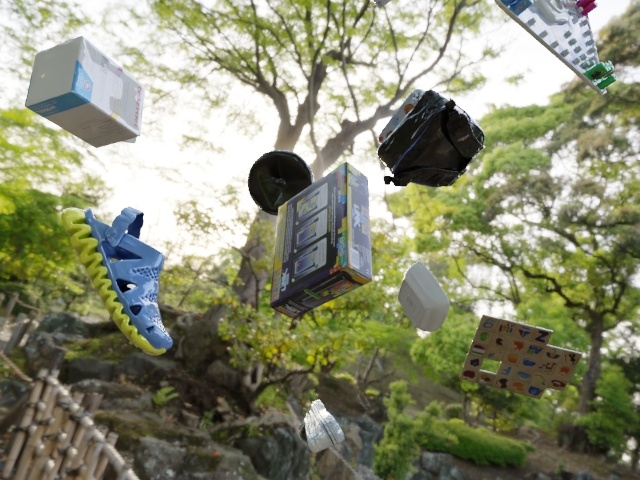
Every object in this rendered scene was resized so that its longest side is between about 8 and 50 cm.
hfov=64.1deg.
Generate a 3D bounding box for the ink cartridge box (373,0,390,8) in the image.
[{"bbox_3d":[0.087,-0.536,1.001,0.046,0.097,0.207,-30,-5,20],"label":"ink cartridge box"}]

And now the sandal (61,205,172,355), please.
[{"bbox_3d":[-0.342,0.056,0.927,0.317,0.138,0.126,60,-23,9],"label":"sandal"}]

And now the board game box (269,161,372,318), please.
[{"bbox_3d":[0.000,0.000,0.677,0.048,0.170,0.141,30,-44,-33],"label":"board game box"}]

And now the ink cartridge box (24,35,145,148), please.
[{"bbox_3d":[-0.328,-0.204,0.741,0.090,0.092,0.143,-9,-22,21],"label":"ink cartridge box"}]

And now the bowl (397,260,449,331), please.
[{"bbox_3d":[0.231,0.139,1.192,0.142,0.053,0.142,58,-23,33],"label":"bowl"}]

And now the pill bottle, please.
[{"bbox_3d":[-0.081,-0.110,1.023,0.123,0.122,0.219,20,1,-6],"label":"pill bottle"}]

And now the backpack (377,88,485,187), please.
[{"bbox_3d":[0.310,-0.270,1.416,0.263,0.213,0.276,18,-52,-38],"label":"backpack"}]

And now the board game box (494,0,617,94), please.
[{"bbox_3d":[0.571,-0.595,1.258,0.390,0.390,0.050,27,-37,-23],"label":"board game box"}]

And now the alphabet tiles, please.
[{"bbox_3d":[0.468,0.278,1.194,0.237,0.198,0.009,13,29,6],"label":"alphabet tiles"}]

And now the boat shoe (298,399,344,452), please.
[{"bbox_3d":[-0.013,0.388,1.068,0.083,0.076,0.226,61,-13,10],"label":"boat shoe"}]
